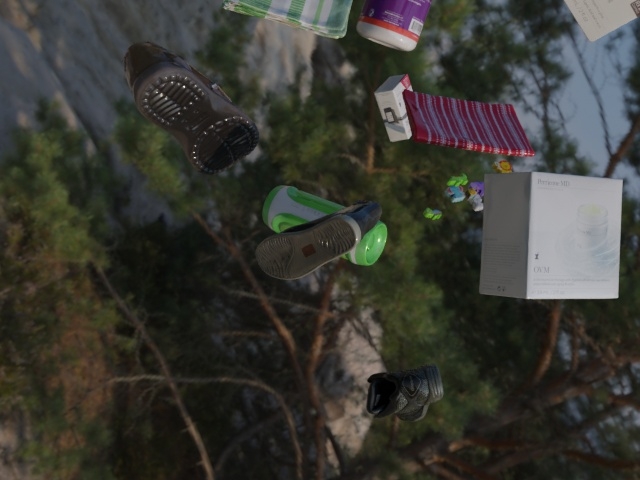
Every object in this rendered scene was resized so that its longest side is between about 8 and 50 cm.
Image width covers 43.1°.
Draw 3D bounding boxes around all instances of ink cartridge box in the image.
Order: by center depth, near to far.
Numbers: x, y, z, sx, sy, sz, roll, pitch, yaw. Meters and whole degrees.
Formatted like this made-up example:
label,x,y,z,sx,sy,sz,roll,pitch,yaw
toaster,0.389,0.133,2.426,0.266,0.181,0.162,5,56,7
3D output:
label,x,y,z,sx,sy,sz,roll,pitch,yaw
ink cartridge box,0.214,-0.362,2.219,0.109,0.063,0.150,-52,129,-45

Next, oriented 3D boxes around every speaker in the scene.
label,x,y,z,sx,sy,sz,roll,pitch,yaw
speaker,0.008,-0.039,1.977,0.296,0.131,0.131,22,-11,26

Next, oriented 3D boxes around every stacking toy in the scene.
label,x,y,z,sx,sy,sz,roll,pitch,yaw
stacking toy,0.392,-0.136,2.180,0.052,0.221,0.167,63,-32,25

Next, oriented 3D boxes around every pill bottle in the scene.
label,x,y,z,sx,sy,sz,roll,pitch,yaw
pill bottle,0.232,-0.711,2.286,0.181,0.323,0.181,19,10,-3

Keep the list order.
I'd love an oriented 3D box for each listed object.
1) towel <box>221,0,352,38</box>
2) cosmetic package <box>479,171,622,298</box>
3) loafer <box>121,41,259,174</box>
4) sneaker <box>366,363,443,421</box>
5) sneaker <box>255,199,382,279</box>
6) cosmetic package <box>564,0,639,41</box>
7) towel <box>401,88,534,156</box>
label,x,y,z,sx,sy,sz,roll,pitch,yaw
towel,-0.072,-0.665,2.105,0.038,0.325,0.248,117,-14,-70
cosmetic package,0.423,-0.008,1.486,0.138,0.224,0.224,1,-91,62
loafer,-0.214,-0.233,1.383,0.130,0.134,0.366,58,2,23
sneaker,0.138,0.285,1.485,0.227,0.130,0.087,104,-20,-69
sneaker,0.000,0.000,1.375,0.118,0.222,0.083,-33,103,-54
cosmetic package,0.567,-0.522,1.579,0.151,0.184,0.151,42,36,-32
towel,0.320,-0.260,1.786,0.199,0.275,0.031,-94,-166,-50
